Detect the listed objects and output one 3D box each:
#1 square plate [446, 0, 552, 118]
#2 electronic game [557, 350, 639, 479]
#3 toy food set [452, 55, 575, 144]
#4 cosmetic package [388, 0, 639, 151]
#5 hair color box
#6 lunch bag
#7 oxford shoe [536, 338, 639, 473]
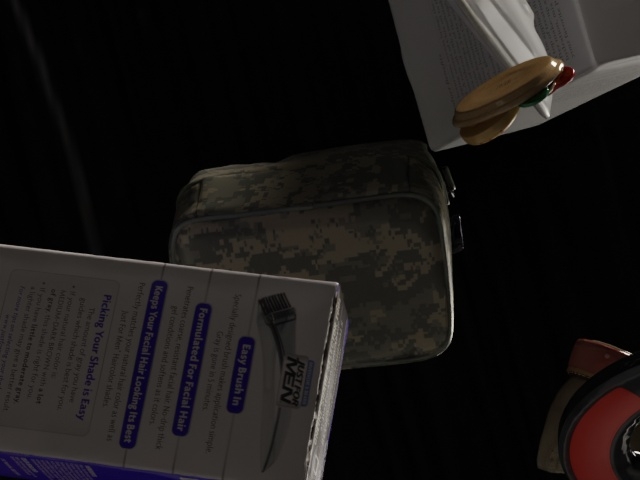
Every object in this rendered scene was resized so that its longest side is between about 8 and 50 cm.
[{"bbox_3d":[0.050,-0.291,1.397,0.049,0.344,0.347,-36,-34,6],"label":"square plate"},{"bbox_3d":[0.264,0.128,1.134,0.229,0.048,0.229,4,-38,3],"label":"electronic game"},{"bbox_3d":[0.122,-0.092,1.154,0.082,0.020,0.083,-30,13,4],"label":"toy food set"},{"bbox_3d":[0.243,-0.264,2.039,0.161,0.230,0.453,-14,-3,-20],"label":"cosmetic package"},{"bbox_3d":[-0.158,0.118,1.552,0.338,0.185,0.110,6,-22,10],"label":"hair color box"},{"bbox_3d":[0.000,0.000,1.946,0.305,0.213,0.256,-8,26,4],"label":"lunch bag"},{"bbox_3d":[0.329,0.214,1.509,0.348,0.130,0.123,30,-7,-10],"label":"oxford shoe"}]
